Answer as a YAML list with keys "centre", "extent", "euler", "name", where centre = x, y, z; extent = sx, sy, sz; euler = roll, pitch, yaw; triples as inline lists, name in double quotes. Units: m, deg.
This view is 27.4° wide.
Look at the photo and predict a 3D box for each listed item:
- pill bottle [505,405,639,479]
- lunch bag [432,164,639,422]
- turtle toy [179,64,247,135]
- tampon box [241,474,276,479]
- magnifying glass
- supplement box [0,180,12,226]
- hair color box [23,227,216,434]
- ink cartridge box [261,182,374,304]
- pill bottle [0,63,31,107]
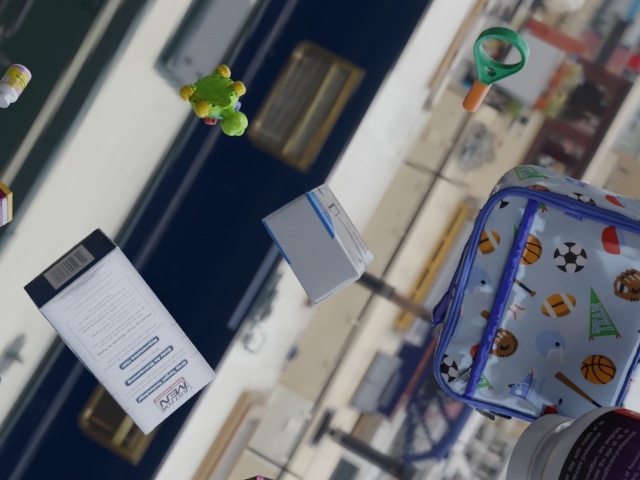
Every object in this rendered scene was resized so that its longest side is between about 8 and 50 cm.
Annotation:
- centre: [0.352, 0.278, 1.345]
  extent: [0.181, 0.323, 0.181]
  euler: [-11, 107, -40]
  name: "pill bottle"
- centre: [0.258, 0.077, 1.508]
  extent: [0.115, 0.243, 0.303]
  euler: [-60, 166, -63]
  name: "lunch bag"
- centre: [-0.168, -0.225, 2.175]
  extent: [0.095, 0.130, 0.066]
  euler: [-31, 146, -15]
  name: "turtle toy"
- centre: [-0.048, 0.409, 1.823]
  extent: [0.101, 0.161, 0.120]
  euler: [-32, -138, 60]
  name: "tampon box"
- centre: [0.288, -0.287, 2.238]
  extent: [0.026, 0.092, 0.231]
  euler: [-64, 179, -29]
  name: "magnifying glass"
- centre: [-0.399, -0.033, 1.508]
  extent: [0.083, 0.043, 0.055]
  euler: [-35, 159, -32]
  name: "supplement box"
- centre: [-0.353, 0.164, 2.338]
  extent: [0.174, 0.105, 0.347]
  euler: [-39, 124, -10]
  name: "hair color box"
- centre: [0.000, 0.000, 1.967]
  extent: [0.086, 0.148, 0.203]
  euler: [-32, -178, 11]
  name: "ink cartridge box"
- centre: [-0.571, -0.284, 2.426]
  extent: [0.043, 0.043, 0.083]
  euler: [106, 6, -54]
  name: "pill bottle"
